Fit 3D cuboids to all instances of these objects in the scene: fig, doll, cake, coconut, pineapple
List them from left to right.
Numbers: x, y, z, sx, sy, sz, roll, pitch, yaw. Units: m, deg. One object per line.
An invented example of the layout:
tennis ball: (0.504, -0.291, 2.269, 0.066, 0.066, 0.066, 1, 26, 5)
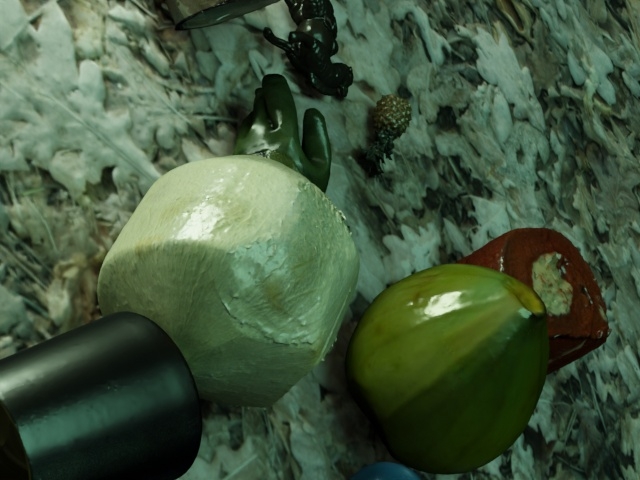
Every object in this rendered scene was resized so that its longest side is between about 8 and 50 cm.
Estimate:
coconut: (-0.090, 0.052, 1.238, 0.245, 0.245, 0.247, 46, 45, -24)
doll: (-0.007, -0.261, 1.614, 0.165, 0.057, 0.139, 39, 45, -42)
pineapple: (0.083, -0.137, 1.669, 0.058, 0.058, 0.124, 40, 61, -29)
fig: (0.164, 0.142, 1.448, 0.239, 0.271, 0.239, 21, 50, -27)
cake: (0.275, 0.088, 1.699, 0.283, 0.151, 0.177, 4, 58, -47)

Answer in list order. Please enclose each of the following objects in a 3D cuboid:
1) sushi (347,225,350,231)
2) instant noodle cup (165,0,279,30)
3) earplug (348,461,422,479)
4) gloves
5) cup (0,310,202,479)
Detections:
sushi: (0.000, 0.000, 1.520, 0.083, 0.044, 0.046, 8, 88, -44)
instant noodle cup: (-0.122, -0.367, 1.424, 0.217, 0.217, 0.207, -26, 99, -51)
earplug: (0.105, 0.381, 1.388, 0.132, 0.132, 0.273, -14, 80, -50)
gloves: (-0.052, -0.069, 1.430, 0.107, 0.135, 0.268, 81, 3, -73)
cup: (-0.210, 0.198, 1.087, 0.177, 0.166, 0.239, -17, 84, -47)
